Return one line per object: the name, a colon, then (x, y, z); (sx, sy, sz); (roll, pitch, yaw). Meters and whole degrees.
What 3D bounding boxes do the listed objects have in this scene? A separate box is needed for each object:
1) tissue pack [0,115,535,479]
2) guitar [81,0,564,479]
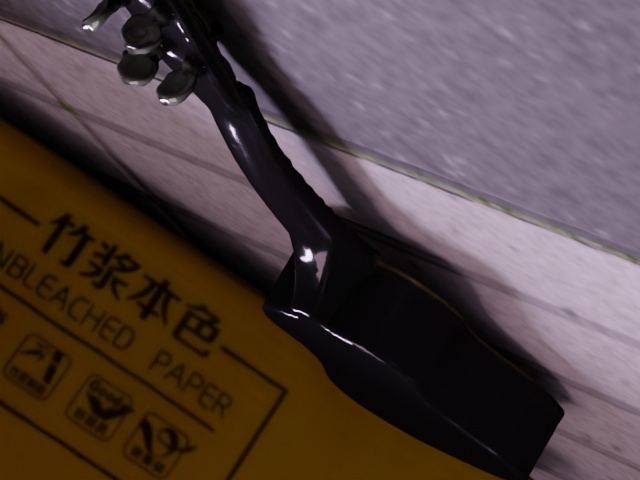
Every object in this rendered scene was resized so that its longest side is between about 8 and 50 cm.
tissue pack: (-0.131, 0.104, 0.828); (0.382, 0.228, 0.293); (35, 161, -1)
guitar: (-0.001, 0.001, 0.583); (0.083, 0.038, 0.271); (21, 162, 37)
